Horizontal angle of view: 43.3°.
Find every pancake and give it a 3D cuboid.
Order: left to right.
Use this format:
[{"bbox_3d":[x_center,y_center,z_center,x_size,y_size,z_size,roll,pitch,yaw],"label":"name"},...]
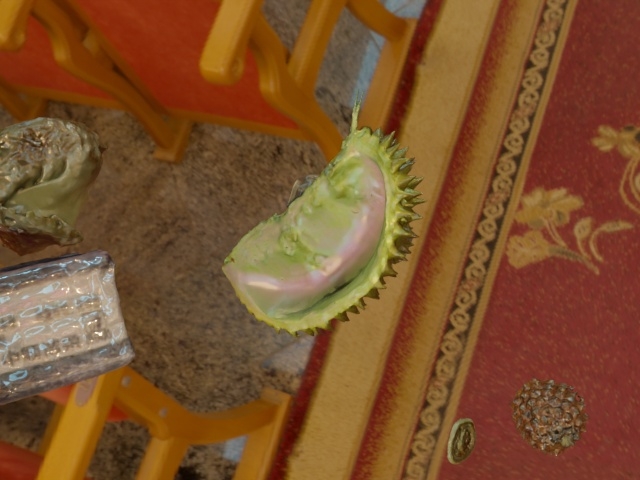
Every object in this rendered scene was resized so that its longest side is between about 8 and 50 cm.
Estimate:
[{"bbox_3d":[0.314,0.445,1.790,0.017,0.108,0.108,10,75,43],"label":"pancake"}]

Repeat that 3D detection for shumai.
[{"bbox_3d":[-0.357,-0.064,1.053,0.184,0.184,0.141,-27,70,12],"label":"shumai"}]

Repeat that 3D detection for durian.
[{"bbox_3d":[0.010,0.002,1.029,0.355,0.170,0.157,-48,17,34],"label":"durian"}]

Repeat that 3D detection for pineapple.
[{"bbox_3d":[0.515,0.396,1.785,0.166,0.166,0.193,-37,25,7],"label":"pineapple"}]

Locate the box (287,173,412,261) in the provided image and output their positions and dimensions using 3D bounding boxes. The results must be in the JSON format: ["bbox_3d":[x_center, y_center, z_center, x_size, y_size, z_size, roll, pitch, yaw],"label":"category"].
[{"bbox_3d":[0.077,-0.041,1.784,0.274,0.138,0.178,0,45,-18],"label":"box"}]

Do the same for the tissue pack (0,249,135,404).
[{"bbox_3d":[-0.396,0.106,0.762,0.395,0.288,0.124,-14,96,-21],"label":"tissue pack"}]
